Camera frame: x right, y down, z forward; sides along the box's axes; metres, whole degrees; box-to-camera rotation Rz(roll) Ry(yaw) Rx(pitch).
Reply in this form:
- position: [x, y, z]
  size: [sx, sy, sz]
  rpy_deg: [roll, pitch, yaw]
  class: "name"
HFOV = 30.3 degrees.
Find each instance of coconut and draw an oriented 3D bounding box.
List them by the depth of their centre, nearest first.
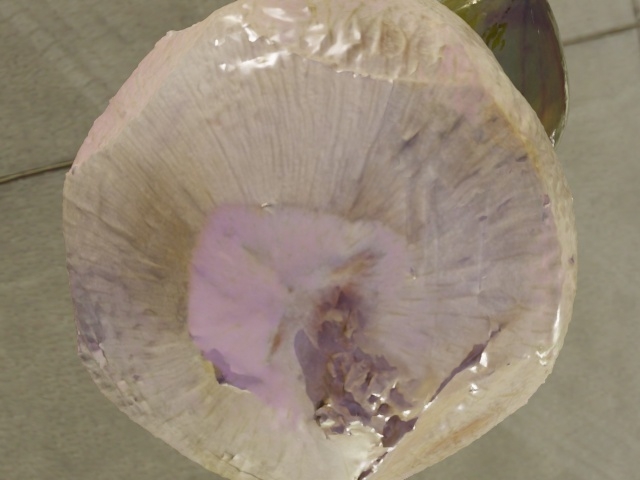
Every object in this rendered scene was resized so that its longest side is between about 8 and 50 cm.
- position: [0.000, 0.000, 0.670]
  size: [0.254, 0.297, 0.297]
  rpy_deg: [-42, 118, -69]
  class: "coconut"

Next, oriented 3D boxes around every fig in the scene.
- position: [0.131, -0.157, 0.881]
  size: [0.151, 0.151, 0.259]
  rpy_deg: [-21, 141, -34]
  class: "fig"
